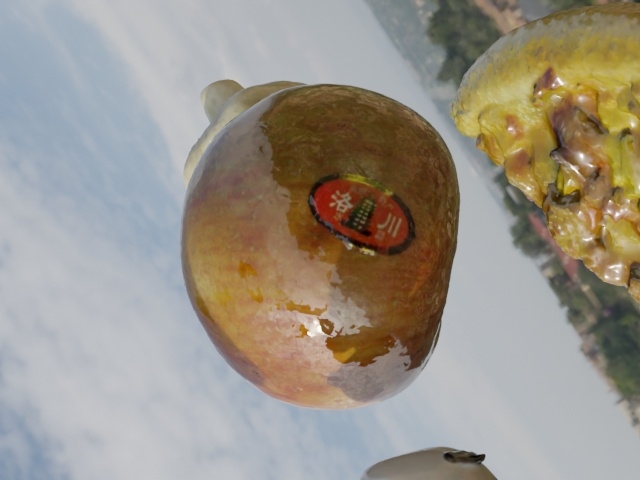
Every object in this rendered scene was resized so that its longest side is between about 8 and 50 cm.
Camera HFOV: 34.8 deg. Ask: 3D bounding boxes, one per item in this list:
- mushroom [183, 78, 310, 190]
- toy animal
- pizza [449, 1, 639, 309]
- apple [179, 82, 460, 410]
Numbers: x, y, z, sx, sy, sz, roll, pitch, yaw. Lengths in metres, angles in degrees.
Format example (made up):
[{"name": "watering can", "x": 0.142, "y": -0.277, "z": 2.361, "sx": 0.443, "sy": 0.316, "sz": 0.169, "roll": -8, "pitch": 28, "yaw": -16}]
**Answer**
[{"name": "mushroom", "x": -0.109, "y": -0.159, "z": 1.594, "sx": 0.234, "sy": 0.260, "sz": 0.254, "roll": 50, "pitch": 158, "yaw": 19}, {"name": "toy animal", "x": 0.101, "y": 0.328, "z": 1.076, "sx": 0.165, "sy": 0.235, "sz": 0.187, "roll": 25, "pitch": 160, "yaw": 50}, {"name": "pizza", "x": 0.196, "y": -0.080, "z": 0.672, "sx": 0.268, "sy": 0.087, "sz": 0.258, "roll": 49, "pitch": 155, "yaw": 23}, {"name": "apple", "x": 0.000, "y": 0.000, "z": 1.268, "sx": 0.400, "sy": 0.333, "sz": 0.400, "roll": 10, "pitch": -90, "yaw": -85}]
